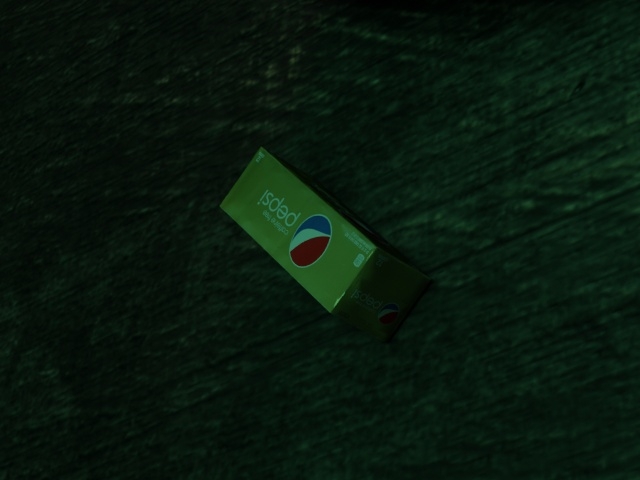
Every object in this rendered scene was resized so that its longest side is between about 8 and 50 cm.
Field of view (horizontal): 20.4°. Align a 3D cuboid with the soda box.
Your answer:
[{"bbox_3d":[0.000,0.000,1.295,0.058,0.061,0.181,-56,39,6],"label":"soda box"}]
